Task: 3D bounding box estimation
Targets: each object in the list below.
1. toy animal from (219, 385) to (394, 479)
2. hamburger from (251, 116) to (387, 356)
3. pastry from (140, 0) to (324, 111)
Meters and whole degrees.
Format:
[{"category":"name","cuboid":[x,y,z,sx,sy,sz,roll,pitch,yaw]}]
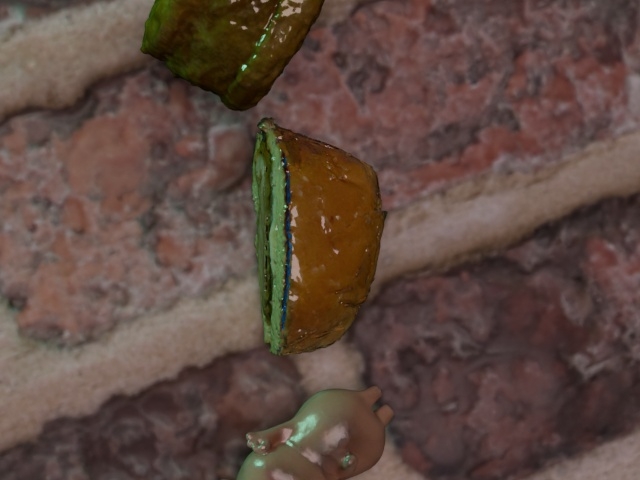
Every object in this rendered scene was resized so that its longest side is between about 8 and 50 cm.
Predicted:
[{"category":"toy animal","cuboid":[-0.006,0.166,1.309,0.150,0.089,0.083,-41,72,-7]},{"category":"hamburger","cuboid":[0.006,-0.005,1.312,0.102,0.087,0.176,-3,85,-9]},{"category":"pastry","cuboid":[-0.049,-0.192,1.268,0.103,0.189,0.188,28,82,-10]}]
